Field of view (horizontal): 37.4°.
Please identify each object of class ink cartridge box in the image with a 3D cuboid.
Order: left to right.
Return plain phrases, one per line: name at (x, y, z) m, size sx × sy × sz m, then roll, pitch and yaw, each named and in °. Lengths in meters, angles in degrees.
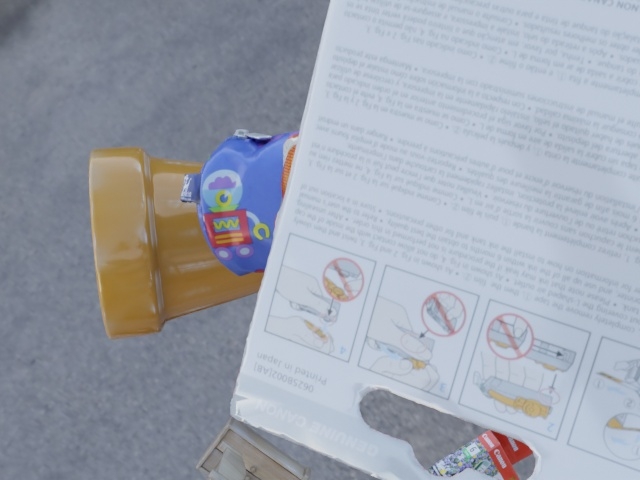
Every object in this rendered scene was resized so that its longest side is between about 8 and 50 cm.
ink cartridge box at (0.178, 0.237, 0.994) m, size 0.115 × 0.063 × 0.029 m, roll -31°, pitch 27°, yaw -2°
ink cartridge box at (0.078, -0.013, 0.372) m, size 0.189 × 0.066 × 0.232 m, roll 18°, pitch 106°, yaw 20°

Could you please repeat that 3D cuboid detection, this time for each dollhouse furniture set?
dollhouse furniture set at (-0.116, 0.414, 1.512) m, size 0.303 × 0.174 × 0.355 m, roll -54°, pitch 3°, yaw 8°

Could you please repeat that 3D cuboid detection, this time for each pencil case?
pencil case at (0.040, -0.051, 0.827) m, size 0.306 × 0.119 × 0.133 m, roll -8°, pitch 95°, yaw 18°

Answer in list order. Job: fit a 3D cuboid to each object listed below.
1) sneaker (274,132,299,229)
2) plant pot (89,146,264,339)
sneaker at (0.000, 0.000, 0.583) m, size 0.064 × 0.175 × 0.067 m, roll -6°, pitch 64°, yaw 4°
plant pot at (-0.142, -0.004, 1.022) m, size 0.188 × 0.205 × 0.205 m, roll -5°, pitch 49°, yaw -9°
